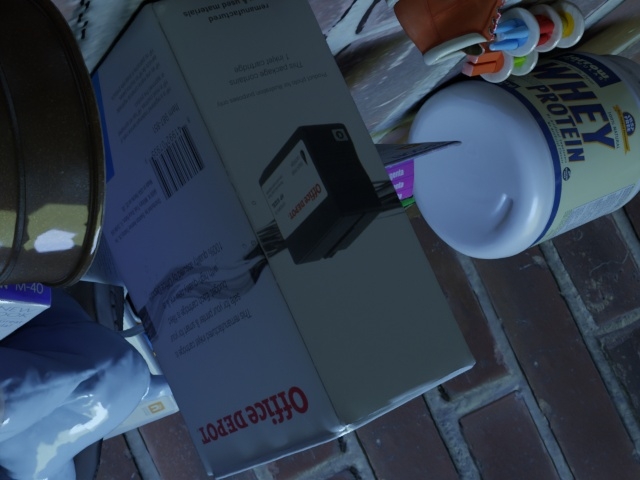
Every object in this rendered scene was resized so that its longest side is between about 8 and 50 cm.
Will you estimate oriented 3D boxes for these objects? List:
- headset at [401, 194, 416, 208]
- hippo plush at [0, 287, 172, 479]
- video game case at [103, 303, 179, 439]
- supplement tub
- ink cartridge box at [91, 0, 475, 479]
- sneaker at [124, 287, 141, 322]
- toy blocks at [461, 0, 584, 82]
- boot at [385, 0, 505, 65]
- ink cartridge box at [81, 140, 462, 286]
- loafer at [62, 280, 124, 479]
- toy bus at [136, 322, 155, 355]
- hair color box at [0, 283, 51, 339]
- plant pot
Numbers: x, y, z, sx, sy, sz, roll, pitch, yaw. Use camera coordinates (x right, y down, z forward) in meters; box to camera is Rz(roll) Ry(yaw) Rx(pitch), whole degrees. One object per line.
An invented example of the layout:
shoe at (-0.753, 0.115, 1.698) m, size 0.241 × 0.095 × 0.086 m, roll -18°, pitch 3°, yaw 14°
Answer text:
headset at (0.000, 0.000, 1.798) m, size 0.394 × 0.185 × 0.243 m, roll -22°, pitch 177°, yaw 34°
hippo plush at (-0.286, 0.161, 1.117) m, size 0.294 × 0.234 × 0.236 m, roll 4°, pitch 120°, yaw -45°
video game case at (-0.359, 0.161, 1.477) m, size 0.300 × 0.036 × 0.329 m, roll -21°, pitch 136°, yaw -1°
supplement tub at (0.301, -0.126, 1.660) m, size 0.325 × 0.235 × 0.235 m, roll -21°, pitch 173°, yaw -39°
ink cartridge box at (-0.051, -0.003, 0.900) m, size 0.129 × 0.307 × 0.223 m, roll -21°, pitch 174°, yaw -33°
sneaker at (-0.264, 0.058, 1.533) m, size 0.099 × 0.121 × 0.262 m, roll -20°, pitch 174°, yaw -42°
toy blocks at (0.205, -0.214, 1.350) m, size 0.148 × 0.054 × 0.123 m, roll -19°, pitch 172°, yaw -47°
boot at (0.131, -0.197, 1.037) m, size 0.158 × 0.084 × 0.059 m, roll -24°, pitch 173°, yaw -28°
ink cartridge box at (-0.078, -0.030, 1.230) m, size 0.324 × 0.071 × 0.330 m, roll -20°, pitch -164°, yaw -34°
loafer at (-0.299, 0.169, 1.386) m, size 0.130 × 0.134 × 0.366 m, roll 7°, pitch 131°, yaw -14°
toy bus at (-0.247, 0.112, 1.659) m, size 0.211 × 0.149 × 0.220 m, roll -31°, pitch -151°, yaw 17°
hair color box at (-0.344, 0.044, 0.829) m, size 0.185 × 0.110 × 0.339 m, roll 11°, pitch 150°, yaw -39°
plant pot at (-0.221, -0.041, 0.632) m, size 0.165 × 0.167 × 0.167 m, roll -12°, pitch 168°, yaw -35°
